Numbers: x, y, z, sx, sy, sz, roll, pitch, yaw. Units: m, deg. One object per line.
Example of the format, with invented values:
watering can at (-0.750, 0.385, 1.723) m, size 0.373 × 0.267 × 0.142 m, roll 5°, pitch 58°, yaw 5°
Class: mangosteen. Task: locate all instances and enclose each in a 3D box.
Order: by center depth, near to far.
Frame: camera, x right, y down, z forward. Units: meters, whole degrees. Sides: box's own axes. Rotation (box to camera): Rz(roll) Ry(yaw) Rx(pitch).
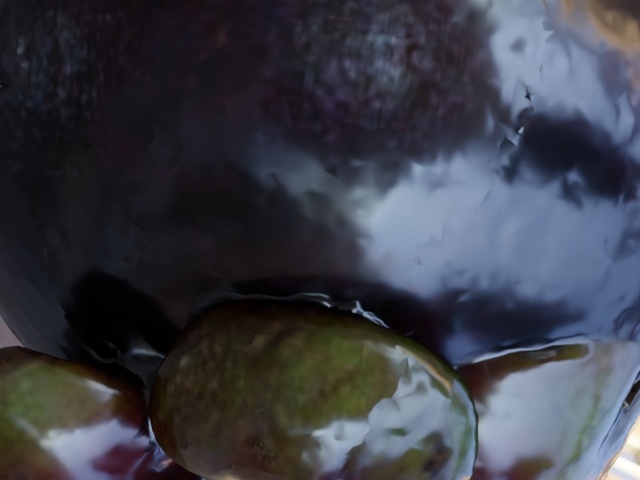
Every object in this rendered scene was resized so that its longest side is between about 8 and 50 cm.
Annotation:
mangosteen at (0.000, 0.000, 0.743) m, size 0.382 × 0.382 × 0.435 m, roll 151°, pitch -44°, yaw -75°
